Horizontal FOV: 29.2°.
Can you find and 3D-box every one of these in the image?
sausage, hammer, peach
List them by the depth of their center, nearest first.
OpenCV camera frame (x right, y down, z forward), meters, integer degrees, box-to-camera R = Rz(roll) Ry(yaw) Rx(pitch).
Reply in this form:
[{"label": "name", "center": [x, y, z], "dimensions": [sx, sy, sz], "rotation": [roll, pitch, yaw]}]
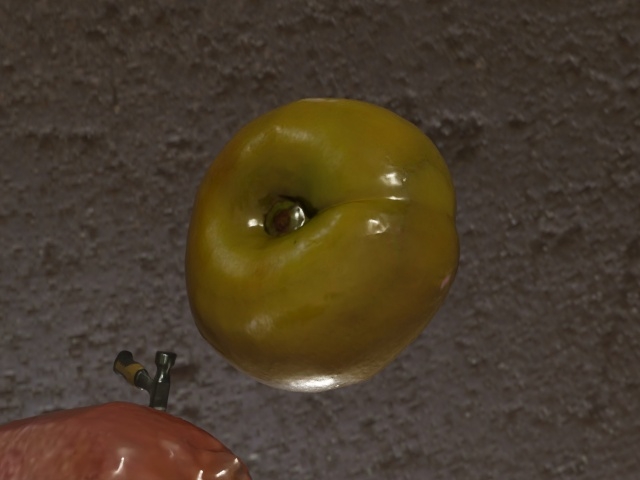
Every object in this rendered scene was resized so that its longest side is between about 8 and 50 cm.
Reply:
[{"label": "sausage", "center": [-0.143, 0.167, 0.685], "dimensions": [0.255, 0.148, 0.148], "rotation": [-16, 137, 24]}, {"label": "peach", "center": [0.000, 0.000, 0.995], "dimensions": [0.251, 0.251, 0.153], "rotation": [-37, 145, 15]}, {"label": "hammer", "center": [-0.176, 0.137, 1.199], "dimensions": [0.021, 0.201, 0.078], "rotation": [10, 88, -20]}]
